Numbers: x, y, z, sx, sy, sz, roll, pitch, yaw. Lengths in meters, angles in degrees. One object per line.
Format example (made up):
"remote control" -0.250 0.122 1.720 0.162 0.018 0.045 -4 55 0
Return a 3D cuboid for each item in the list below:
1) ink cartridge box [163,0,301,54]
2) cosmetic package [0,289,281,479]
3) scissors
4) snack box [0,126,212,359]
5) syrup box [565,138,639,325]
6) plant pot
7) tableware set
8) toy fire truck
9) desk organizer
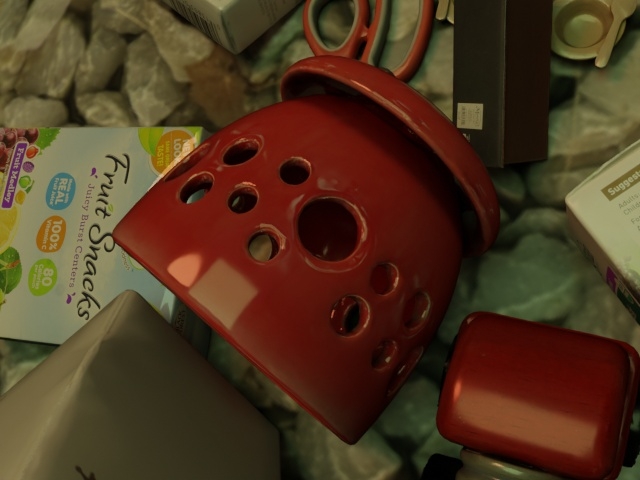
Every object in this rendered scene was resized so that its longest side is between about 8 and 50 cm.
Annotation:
"ink cartridge box" -0.056 -0.291 0.621 0.232 0.066 0.189 -42 65 -17
"cosmetic package" -0.239 0.258 0.417 0.453 0.230 0.161 -40 105 8
"scissors" 0.015 -0.077 0.545 0.109 0.021 0.297 8 78 20
"snack box" -0.183 0.000 0.572 0.207 0.070 0.174 3 78 19
"syrup box" 0.243 0.050 0.392 0.096 0.093 0.237 -36 68 9
"plant pot" 0.000 0.000 0.442 0.191 0.191 0.174 36 75 24
"tableware set" 0.174 -0.203 0.521 0.168 0.020 0.141 27 87 23
"toy fire truck" 0.070 0.137 0.350 0.158 0.246 0.217 12 81 22
"desk organizer" 0.125 -0.118 0.490 0.047 0.050 0.130 14 109 53
